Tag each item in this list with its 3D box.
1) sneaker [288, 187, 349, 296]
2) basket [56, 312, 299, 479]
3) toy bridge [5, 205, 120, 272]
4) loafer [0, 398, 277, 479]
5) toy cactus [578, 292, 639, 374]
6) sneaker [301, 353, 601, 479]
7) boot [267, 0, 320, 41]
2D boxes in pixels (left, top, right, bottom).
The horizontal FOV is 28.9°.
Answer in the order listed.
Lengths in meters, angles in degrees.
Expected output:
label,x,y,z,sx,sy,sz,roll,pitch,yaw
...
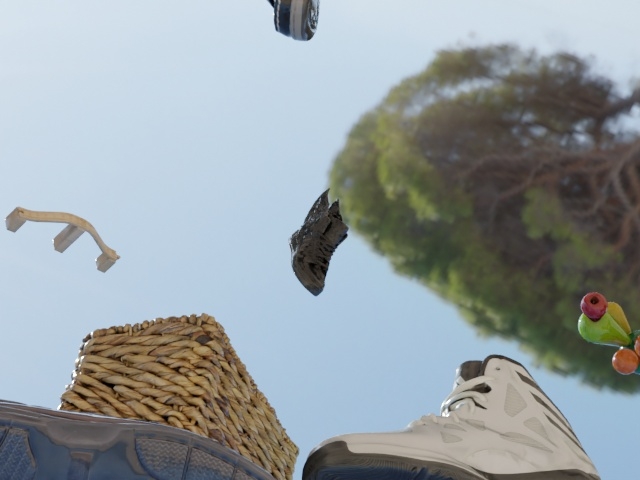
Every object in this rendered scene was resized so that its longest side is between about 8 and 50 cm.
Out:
label,x,y,z,sx,sy,sz,roll,pitch,yaw
sneaker,0.002,0.002,1.751,0.051,0.089,0.170,43,-164,-29
basket,-0.176,0.262,1.413,0.214,0.299,0.223,-9,-135,18
toy bridge,-0.372,-0.008,1.850,0.188,0.063,0.026,28,-148,-39
loafer,-0.163,0.177,0.982,0.303,0.109,0.095,16,-169,-13
toy cactus,0.317,0.093,1.041,0.219,0.180,0.112,-1,-126,-1
sneaker,0.150,0.256,1.521,0.448,0.169,0.257,16,-147,-30
boot,-0.140,-0.417,1.821,0.284,0.138,0.377,3,-137,-3
